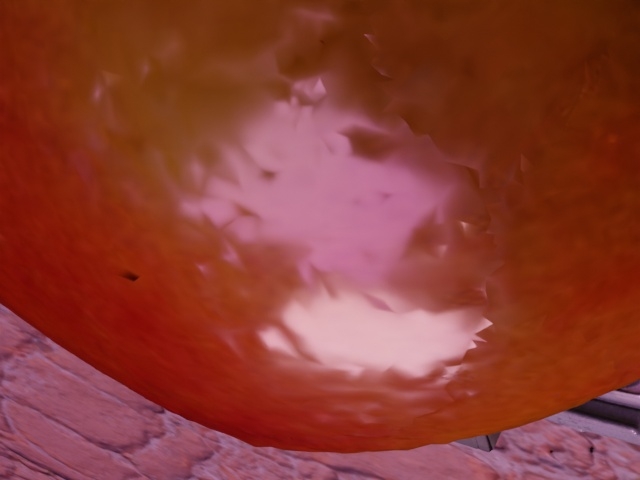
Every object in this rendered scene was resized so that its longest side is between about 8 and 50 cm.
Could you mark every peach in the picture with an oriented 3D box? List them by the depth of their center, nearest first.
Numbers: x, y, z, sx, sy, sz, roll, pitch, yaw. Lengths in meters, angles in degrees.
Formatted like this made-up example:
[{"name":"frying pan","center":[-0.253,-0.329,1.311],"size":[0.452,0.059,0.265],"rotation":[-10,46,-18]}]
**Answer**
[{"name":"peach","center":[-0.039,-0.107,0.585],"size":[0.380,0.242,0.306],"rotation":[12,135,38]}]

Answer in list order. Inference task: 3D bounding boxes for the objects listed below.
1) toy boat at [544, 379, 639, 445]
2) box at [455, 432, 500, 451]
[{"name":"toy boat","center":[0.147,0.061,0.910],"size":[0.260,0.078,0.085],"rotation":[12,165,33]},{"name":"box","center":[0.000,0.000,0.884],"size":[0.225,0.129,0.086],"rotation":[15,151,24]}]
